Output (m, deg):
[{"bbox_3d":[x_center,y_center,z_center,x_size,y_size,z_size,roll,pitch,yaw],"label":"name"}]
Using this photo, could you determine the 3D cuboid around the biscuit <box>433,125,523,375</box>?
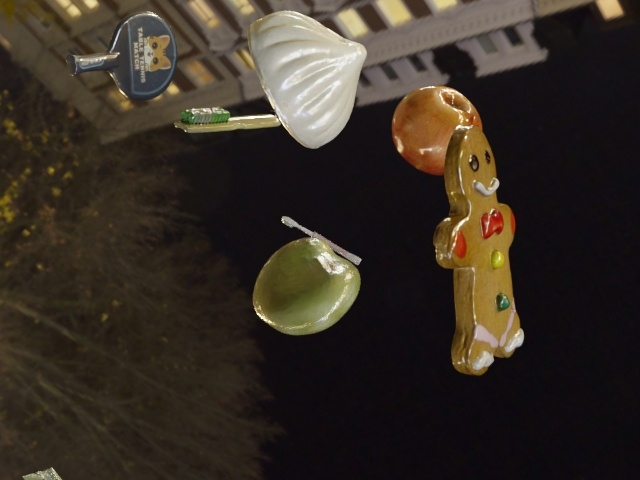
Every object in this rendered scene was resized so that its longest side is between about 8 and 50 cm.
[{"bbox_3d":[0.287,0.015,1.478,0.064,0.432,0.283,-1,-172,34],"label":"biscuit"}]

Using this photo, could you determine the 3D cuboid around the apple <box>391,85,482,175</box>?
[{"bbox_3d":[0.250,-0.235,1.777,0.162,0.201,0.201,126,-17,-47],"label":"apple"}]

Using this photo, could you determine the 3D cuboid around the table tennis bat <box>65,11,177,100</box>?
[{"bbox_3d":[-0.327,-0.307,1.430,0.027,0.150,0.236,13,-158,33],"label":"table tennis bat"}]

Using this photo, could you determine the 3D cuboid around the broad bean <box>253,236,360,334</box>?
[{"bbox_3d":[-0.027,0.078,1.466,0.189,0.121,0.263,-21,-165,-3],"label":"broad bean"}]

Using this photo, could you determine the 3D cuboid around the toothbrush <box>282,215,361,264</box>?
[{"bbox_3d":[0.001,-0.001,1.828,0.014,0.194,0.017,-57,172,-32],"label":"toothbrush"}]

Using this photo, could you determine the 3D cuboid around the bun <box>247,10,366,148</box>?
[{"bbox_3d":[0.000,-0.312,1.541,0.175,0.263,0.263,-24,-143,15],"label":"bun"}]

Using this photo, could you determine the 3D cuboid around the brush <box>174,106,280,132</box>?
[{"bbox_3d":[-0.202,-0.274,1.899,0.054,0.282,0.048,33,-61,34],"label":"brush"}]

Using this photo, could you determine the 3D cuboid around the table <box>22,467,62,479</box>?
[{"bbox_3d":[-0.300,0.365,0.923,0.062,0.175,0.146,-23,-164,32],"label":"table"}]
